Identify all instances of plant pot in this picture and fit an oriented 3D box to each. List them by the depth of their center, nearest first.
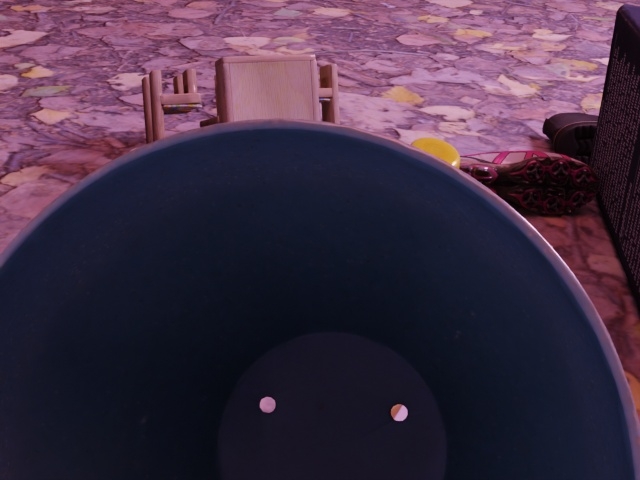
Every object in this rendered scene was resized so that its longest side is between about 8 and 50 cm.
[{"bbox_3d":[-0.010,0.108,0.438,0.290,0.290,0.195,8,-8,11],"label":"plant pot"}]

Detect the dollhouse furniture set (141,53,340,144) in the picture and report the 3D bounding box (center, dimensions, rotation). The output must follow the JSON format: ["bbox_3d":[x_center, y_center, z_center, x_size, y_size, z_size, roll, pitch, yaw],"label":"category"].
[{"bbox_3d":[-0.080,-0.115,1.009,0.212,0.160,0.242,-5,6,-16],"label":"dollhouse furniture set"}]

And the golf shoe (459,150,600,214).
[{"bbox_3d":[0.211,-0.073,0.980,0.186,0.067,0.086,2,26,-2],"label":"golf shoe"}]

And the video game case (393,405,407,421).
[{"bbox_3d":[0.112,0.157,0.578,0.157,0.019,0.143,14,30,20],"label":"video game case"}]

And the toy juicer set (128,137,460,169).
[{"bbox_3d":[0.000,0.000,0.820,0.329,0.089,0.209,-3,46,-18],"label":"toy juicer set"}]

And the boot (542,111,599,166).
[{"bbox_3d":[0.384,-0.132,1.115,0.198,0.076,0.137,8,19,0],"label":"boot"}]

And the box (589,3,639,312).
[{"bbox_3d":[0.441,-0.067,0.836,0.294,0.211,0.395,5,28,5],"label":"box"}]
